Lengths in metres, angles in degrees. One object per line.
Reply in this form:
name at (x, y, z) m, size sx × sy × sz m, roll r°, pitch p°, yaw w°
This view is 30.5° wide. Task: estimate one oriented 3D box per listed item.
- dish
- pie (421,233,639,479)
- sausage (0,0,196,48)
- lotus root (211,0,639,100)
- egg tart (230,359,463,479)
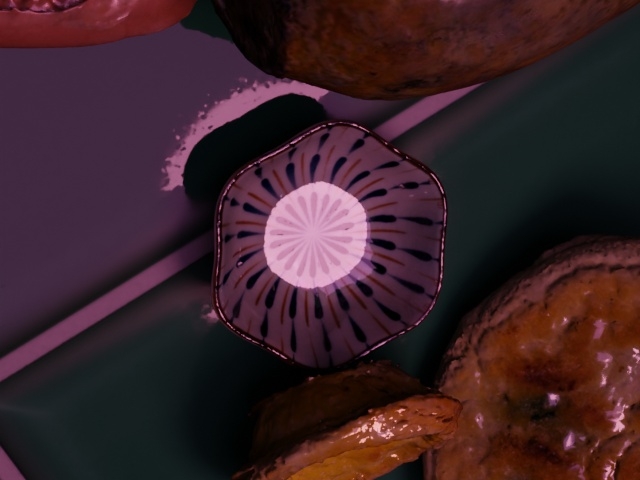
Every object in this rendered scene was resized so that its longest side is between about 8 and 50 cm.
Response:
dish at (0.000, 0.000, 0.873) m, size 0.190 × 0.066 × 0.191 m, roll -5°, pitch 106°, yaw -18°
pie at (0.225, 0.156, 0.911) m, size 0.337 × 0.075 × 0.338 m, roll 4°, pitch 100°, yaw 20°
sausage at (-0.224, -0.158, 0.753) m, size 0.304 × 0.078 × 0.078 m, roll -2°, pitch 106°, yaw -17°
lotus root at (0.096, -0.221, 0.732) m, size 0.346 × 0.250 × 0.250 m, roll -30°, pitch 112°, yaw -12°
egg tart at (0.016, 0.143, 0.884) m, size 0.191 × 0.191 × 0.074 m, roll -13°, pitch 69°, yaw -13°
